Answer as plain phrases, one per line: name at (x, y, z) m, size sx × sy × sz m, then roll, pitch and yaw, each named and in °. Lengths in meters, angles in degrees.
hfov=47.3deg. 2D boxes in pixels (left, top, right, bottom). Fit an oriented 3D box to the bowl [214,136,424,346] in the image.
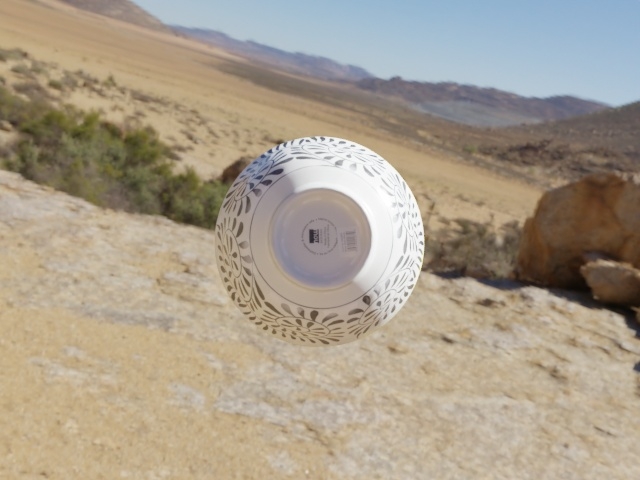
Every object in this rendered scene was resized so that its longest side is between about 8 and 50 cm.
bowl at (0.000, 0.000, 0.550) m, size 0.170 × 0.170 × 0.080 m, roll 16°, pitch -2°, yaw 0°
